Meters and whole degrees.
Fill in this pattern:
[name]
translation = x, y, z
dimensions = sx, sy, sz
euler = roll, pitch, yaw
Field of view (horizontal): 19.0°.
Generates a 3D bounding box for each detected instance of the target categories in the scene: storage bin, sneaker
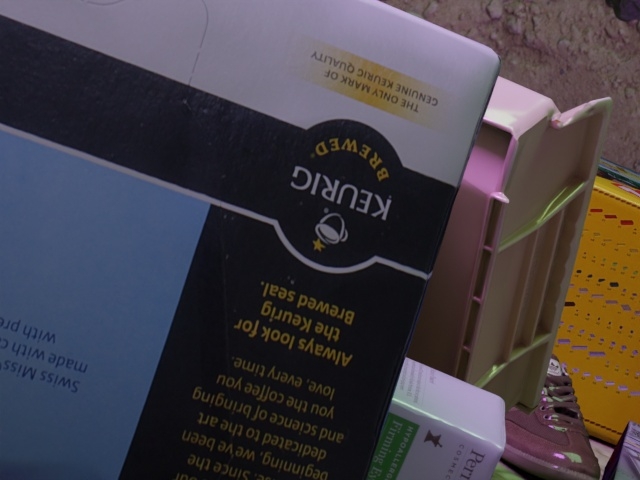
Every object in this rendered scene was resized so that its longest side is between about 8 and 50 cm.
[storage bin]
translation = 0.017, -0.024, 1.180
dimensions = 0.262, 0.260, 0.123
euler = 27, 39, 24
[sneaker]
translation = 0.148, 0.115, 1.345
dimensions = 0.066, 0.071, 0.188
euler = 19, 9, -24

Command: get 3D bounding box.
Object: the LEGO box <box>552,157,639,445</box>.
[LEGO box]
translation = 0.125, -0.010, 1.653
dimensions = 0.500, 0.193, 0.372
euler = 22, 9, -5

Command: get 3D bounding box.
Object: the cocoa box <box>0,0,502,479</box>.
[cocoa box]
translation = -0.150, -0.026, 0.782
dimensions = 0.347, 0.228, 0.231
euler = 19, -5, -23

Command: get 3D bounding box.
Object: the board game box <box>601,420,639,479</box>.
[board game box]
translation = 0.277, 0.203, 1.229
dimensions = 0.208, 0.056, 0.347
euler = 28, 9, 8

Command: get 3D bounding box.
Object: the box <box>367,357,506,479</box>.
[box]
translation = 0.032, 0.115, 0.929
dimensions = 0.087, 0.101, 0.102
euler = 23, 10, 1
